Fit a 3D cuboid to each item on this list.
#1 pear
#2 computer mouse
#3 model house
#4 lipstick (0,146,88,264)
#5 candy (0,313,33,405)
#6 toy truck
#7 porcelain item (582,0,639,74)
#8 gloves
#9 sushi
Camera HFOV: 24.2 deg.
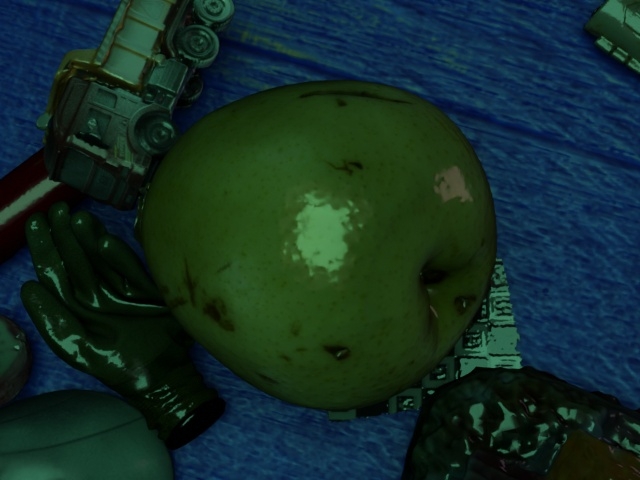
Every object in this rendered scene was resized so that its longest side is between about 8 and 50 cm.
[{"bbox_3d":[0.000,0.000,1.329,0.309,0.309,0.309,0,84,2],"label":"pear"},{"bbox_3d":[-0.326,0.261,1.427,0.371,0.122,0.188,-18,83,3],"label":"computer mouse"},{"bbox_3d":[0.222,0.298,1.269,0.360,0.339,0.297,27,95,2],"label":"model house"},{"bbox_3d":[-0.322,-0.014,1.475,0.279,0.073,0.073,-37,84,-2],"label":"lipstick"},{"bbox_3d":[-0.334,0.118,1.458,0.103,0.043,0.103,-3,56,5],"label":"candy"},{"bbox_3d":[-0.175,-0.168,1.426,0.135,0.114,0.270,22,63,-7],"label":"toy truck"},{"bbox_3d":[0.362,-0.168,1.473,0.213,0.054,0.084,43,87,5],"label":"porcelain item"},{"bbox_3d":[-0.196,0.082,1.439,0.135,0.107,0.268,-34,91,-27],"label":"gloves"},{"bbox_3d":[0.098,0.100,1.466,0.201,0.031,0.139,-8,77,4],"label":"sushi"}]
